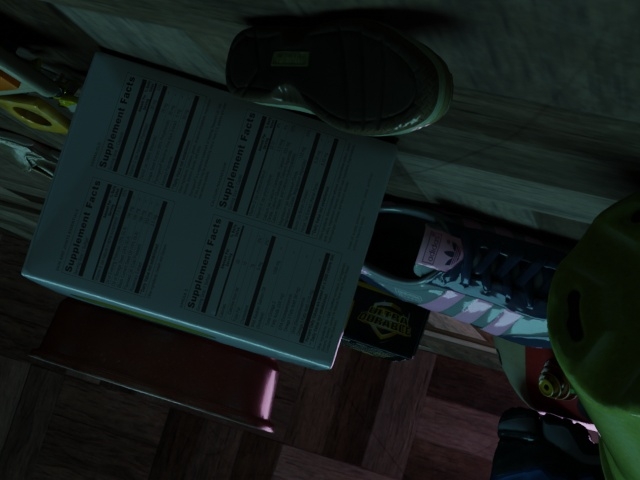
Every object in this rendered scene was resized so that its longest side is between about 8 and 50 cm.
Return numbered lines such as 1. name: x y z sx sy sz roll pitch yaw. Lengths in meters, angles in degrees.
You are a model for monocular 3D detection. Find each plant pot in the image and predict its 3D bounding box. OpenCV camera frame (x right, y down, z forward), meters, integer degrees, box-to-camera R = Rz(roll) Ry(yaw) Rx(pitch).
1. plant pot: -0.138 0.040 1.308 0.272 0.265 0.272 18 171 3
2. plant pot: 0.299 0.091 0.911 0.276 0.276 0.254 10 158 40

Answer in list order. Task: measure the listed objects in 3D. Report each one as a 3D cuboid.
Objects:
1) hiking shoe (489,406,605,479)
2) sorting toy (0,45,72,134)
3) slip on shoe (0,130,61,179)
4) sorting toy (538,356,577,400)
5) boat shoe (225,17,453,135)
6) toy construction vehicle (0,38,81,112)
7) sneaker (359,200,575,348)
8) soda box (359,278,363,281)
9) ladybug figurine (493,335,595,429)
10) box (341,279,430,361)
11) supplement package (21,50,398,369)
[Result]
1. hiking shoe: 0.325 0.280 1.303 0.304 0.132 0.113 14 170 27
2. sorting toy: -0.342 -0.157 1.024 0.196 0.047 0.347 7 161 44
3. slip on shoe: -0.387 -0.110 1.613 0.135 0.041 0.051 22 171 -33
4. sorting toy: 0.254 0.131 1.244 0.042 0.102 0.061 -21 -128 -37
5. boat shoe: 0.022 -0.103 0.759 0.072 0.068 0.190 7 -170 -41
6. toy construction vehicle: -0.259 -0.151 1.109 0.098 0.035 0.086 28 165 -27
7. sneaker: 0.157 0.033 1.213 0.319 0.112 0.131 11 172 25
8. soda box: 0.000 0.000 1.486 0.183 0.063 0.058 20 172 -23
9. ladybug figurine: 0.383 0.146 1.333 0.449 0.162 0.305 10 169 40
10. box: -0.032 0.071 1.554 0.322 0.079 0.257 19 175 1
11. supplement package: -0.093 -0.015 1.076 0.262 0.198 0.199 17 173 -1
